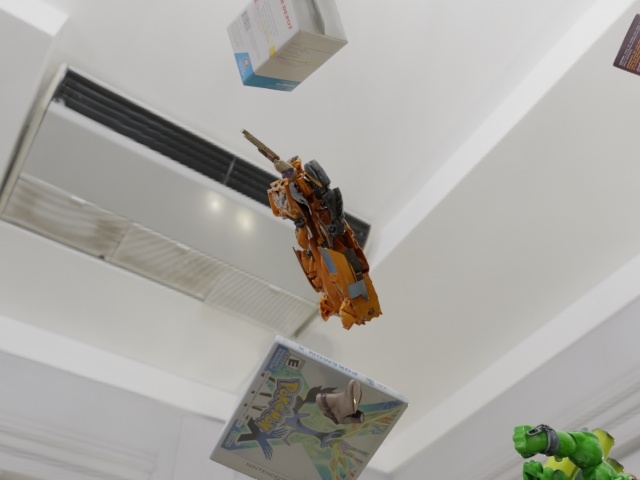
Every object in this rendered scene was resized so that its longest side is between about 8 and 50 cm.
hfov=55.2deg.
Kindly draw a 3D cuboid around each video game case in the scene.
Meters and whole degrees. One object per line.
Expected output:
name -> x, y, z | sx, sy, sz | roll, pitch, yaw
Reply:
video game case -> -0.029, 0.386, 1.255 | 0.300, 0.036, 0.329 | 26, -70, -7

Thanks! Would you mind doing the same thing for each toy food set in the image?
toy food set -> -0.072, -0.122, 0.905 | 0.122, 0.078, 0.019 | 37, -86, -13

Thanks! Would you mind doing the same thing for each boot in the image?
boot -> 0.033, 0.295, 1.123 | 0.087, 0.042, 0.118 | 6, -57, 27

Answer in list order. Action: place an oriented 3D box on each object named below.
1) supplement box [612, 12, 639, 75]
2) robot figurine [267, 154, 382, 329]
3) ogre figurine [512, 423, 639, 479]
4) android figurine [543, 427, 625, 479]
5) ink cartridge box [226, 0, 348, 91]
supplement box -> 0.516, -0.247, 0.842 | 0.104, 0.188, 0.081 | 7, -64, -19
robot figurine -> 0.000, 0.000, 1.025 | 0.085, 0.211, 0.291 | -27, -82, -18
ogre figurine -> 0.302, 0.297, 0.703 | 0.118, 0.197, 0.097 | -13, -36, -31
android figurine -> 0.428, 0.460, 1.039 | 0.056, 0.273, 0.248 | 12, -39, 50
ink cartridge box -> -0.039, -0.274, 0.800 | 0.090, 0.092, 0.143 | -4, -17, -45
